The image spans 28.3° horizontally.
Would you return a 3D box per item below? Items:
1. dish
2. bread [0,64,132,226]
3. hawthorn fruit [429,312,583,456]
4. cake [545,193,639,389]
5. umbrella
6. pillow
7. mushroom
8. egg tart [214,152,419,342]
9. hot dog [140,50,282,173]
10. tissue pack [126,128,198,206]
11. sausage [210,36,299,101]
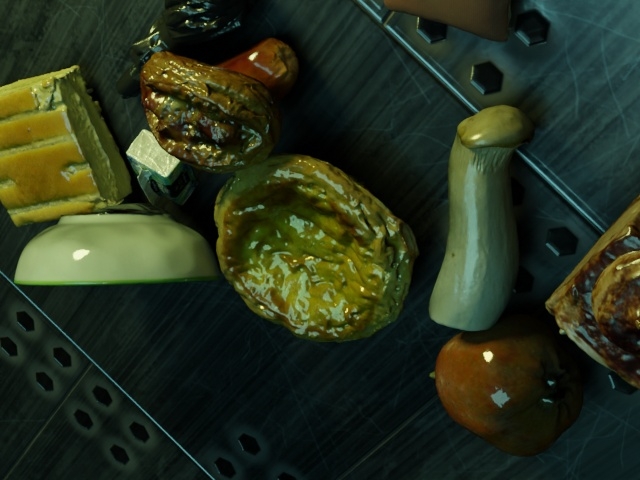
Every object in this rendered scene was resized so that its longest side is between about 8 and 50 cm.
[{"bbox_3d":[-0.319,0.005,2.007,0.324,0.324,0.124,-1,89,34],"label":"dish"},{"bbox_3d":[-0.447,-0.154,2.086,0.246,0.111,0.239,-6,117,35],"label":"bread"},{"bbox_3d":[0.248,0.202,1.815,0.251,0.199,0.199,0,119,53],"label":"hawthorn fruit"},{"bbox_3d":[0.410,0.065,1.533,0.196,0.293,0.199,41,129,6],"label":"cake"},{"bbox_3d":[-0.217,-0.295,1.860,0.118,0.118,0.340,51,142,-5],"label":"umbrella"},{"bbox_3d":[0.163,-0.342,1.579,0.179,0.075,0.171,21,135,23],"label":"pillow"},{"bbox_3d":[0.211,-0.029,1.714,0.122,0.159,0.329,-3,117,-15],"label":"mushroom"},{"bbox_3d":[-0.002,0.002,1.879,0.341,0.129,0.341,16,126,23],"label":"egg tart"},{"bbox_3d":[-0.165,-0.184,1.775,0.226,0.099,0.161,19,129,29],"label":"hot dog"},{"bbox_3d":[-0.252,-0.105,1.980,0.085,0.079,0.111,30,165,15],"label":"tissue pack"},{"bbox_3d":[-0.146,-0.219,1.864,0.300,0.083,0.089,-15,122,42],"label":"sausage"}]
